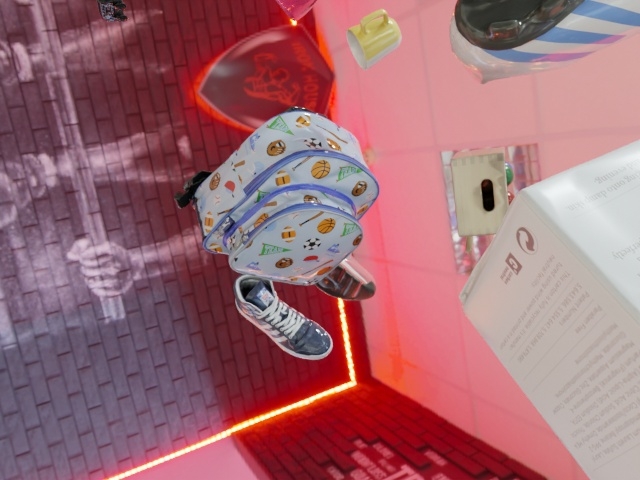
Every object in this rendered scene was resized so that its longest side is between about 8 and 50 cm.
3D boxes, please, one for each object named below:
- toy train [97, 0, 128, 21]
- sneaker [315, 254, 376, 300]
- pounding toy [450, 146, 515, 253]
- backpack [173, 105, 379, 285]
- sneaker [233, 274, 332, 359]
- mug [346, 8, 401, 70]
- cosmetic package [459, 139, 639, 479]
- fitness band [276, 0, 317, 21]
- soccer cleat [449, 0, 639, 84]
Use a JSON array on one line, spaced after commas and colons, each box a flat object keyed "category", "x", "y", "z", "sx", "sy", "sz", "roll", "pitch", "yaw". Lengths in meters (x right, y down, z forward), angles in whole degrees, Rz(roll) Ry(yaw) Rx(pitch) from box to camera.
[{"category": "toy train", "x": -0.237, "y": -0.295, "z": 0.623, "sx": 0.158, "sy": 0.036, "sz": 0.027, "roll": 134, "pitch": -57, "yaw": -69}, {"category": "sneaker", "x": 0.000, "y": -0.001, "z": 1.182, "sx": 0.313, "sy": 0.136, "sz": 0.116, "roll": 35, "pitch": -34, "yaw": 0}, {"category": "pounding toy", "x": 0.289, "y": -0.066, "z": 0.976, "sx": 0.206, "sy": 0.094, "sz": 0.181, "roll": -37, "pitch": 120, "yaw": -68}, {"category": "backpack", "x": -0.044, "y": -0.067, "z": 0.905, "sx": 0.263, "sy": 0.276, "sz": 0.213, "roll": -50, "pitch": -128, "yaw": 26}, {"category": "sneaker", "x": -0.096, "y": 0.180, "z": 1.362, "sx": 0.282, "sy": 0.099, "sz": 0.153, "roll": 30, "pitch": -26, "yaw": 16}, {"category": "mug", "x": 0.079, "y": -0.281, "z": 0.788, "sx": 0.062, "sy": 0.064, "sz": 0.078, "roll": 63, "pitch": -3, "yaw": -12}, {"category": "cosmetic package", "x": 0.292, "y": 0.112, "z": 0.331, "sx": 0.385, "sy": 0.217, "sz": 0.156, "roll": 60, "pitch": -19, "yaw": 29}, {"category": "fitness band", "x": -0.109, "y": -0.339, "z": 0.554, "sx": 0.291, "sy": 0.054, "sz": 0.209, "roll": 41, "pitch": 13, "yaw": -38}, {"category": "soccer cleat", "x": 0.285, "y": -0.249, "z": 0.544, "sx": 0.143, "sy": 0.330, "sz": 0.116, "roll": 31, "pitch": 43, "yaw": -73}]
